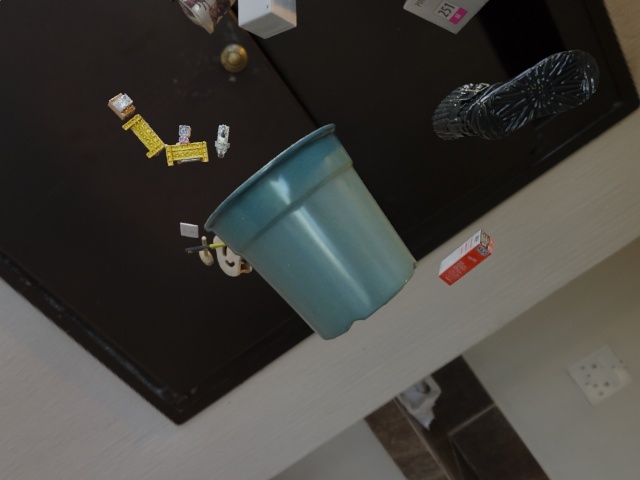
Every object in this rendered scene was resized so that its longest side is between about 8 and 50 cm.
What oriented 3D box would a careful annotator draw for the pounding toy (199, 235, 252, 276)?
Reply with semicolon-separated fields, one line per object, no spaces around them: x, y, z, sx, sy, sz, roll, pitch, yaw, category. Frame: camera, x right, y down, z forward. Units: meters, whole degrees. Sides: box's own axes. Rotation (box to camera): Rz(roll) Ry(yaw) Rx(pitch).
-0.290;0.034;1.660;0.154;0.270;0.155;58;31;10;pounding toy

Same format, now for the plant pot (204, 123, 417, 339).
0.000;0.000;1.043;0.334;0.341;0.341;51;7;0;plant pot

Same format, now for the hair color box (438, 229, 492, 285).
0.359;0.044;1.254;0.043;0.141;0.072;39;36;-5;hair color box

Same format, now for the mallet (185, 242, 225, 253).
-0.302;0.022;1.455;0.062;0.190;0.039;47;41;-40;mallet

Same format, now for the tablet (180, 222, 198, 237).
-0.412;-0.031;1.591;0.083;0.054;0.006;116;-19;-63;tablet

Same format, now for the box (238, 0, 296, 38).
-0.119;-0.521;1.122;0.087;0.101;0.101;1;87;-53;box

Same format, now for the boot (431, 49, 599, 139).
0.472;-0.359;1.271;0.260;0.348;0.131;-132;-160;-75;boot

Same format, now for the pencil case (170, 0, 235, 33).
-0.285;-0.857;1.576;0.160;0.410;0.183;32;10;-49;pencil case

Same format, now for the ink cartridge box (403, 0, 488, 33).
0.207;-0.505;0.910;0.239;0.060;0.275;21;-6;-8;ink cartridge box

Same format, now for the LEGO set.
-0.367;-0.247;1.225;0.287;0.132;0.107;15;2;-10;LEGO set
